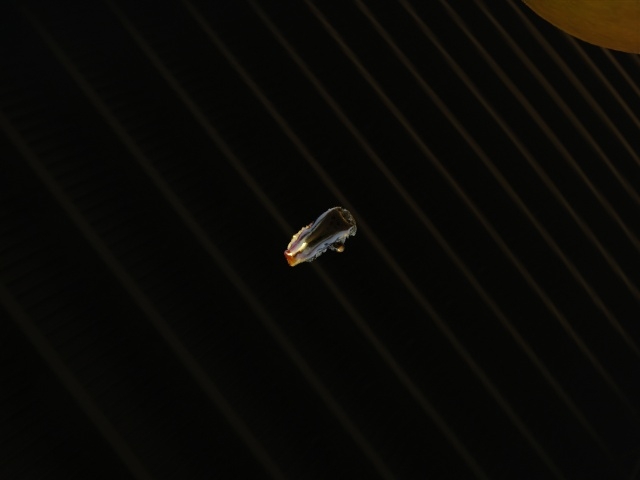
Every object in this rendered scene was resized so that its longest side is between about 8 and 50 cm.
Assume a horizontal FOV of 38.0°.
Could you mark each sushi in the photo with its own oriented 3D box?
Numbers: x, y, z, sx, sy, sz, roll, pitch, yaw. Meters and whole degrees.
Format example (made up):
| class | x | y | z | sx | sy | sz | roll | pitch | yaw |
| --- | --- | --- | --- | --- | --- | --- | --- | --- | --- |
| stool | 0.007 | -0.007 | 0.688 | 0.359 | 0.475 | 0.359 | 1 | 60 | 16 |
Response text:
| class | x | y | z | sx | sy | sz | roll | pitch | yaw |
| --- | --- | --- | --- | --- | --- | --- | --- | --- | --- |
| sushi | 0.000 | 0.000 | 0.983 | 0.044 | 0.083 | 0.046 | 54 | -171 | 4 |

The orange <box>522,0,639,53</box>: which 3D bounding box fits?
| class | x | y | z | sx | sy | sz | roll | pitch | yaw |
| --- | --- | --- | --- | --- | --- | --- | --- | --- | --- |
| orange | 0.113 | -0.172 | 0.327 | 0.240 | 0.171 | 0.240 | 51 | -154 | -38 |
